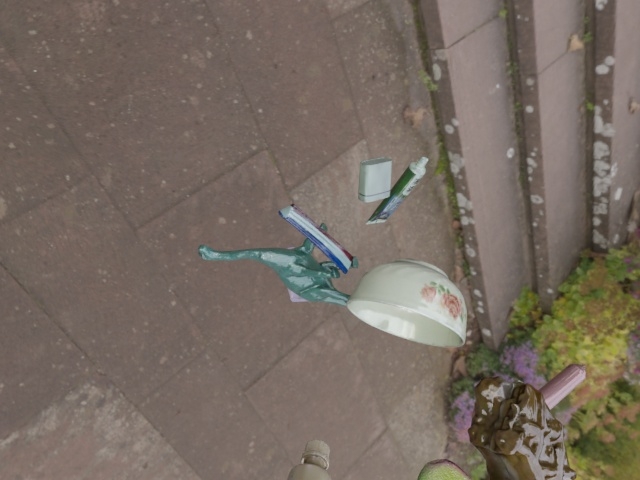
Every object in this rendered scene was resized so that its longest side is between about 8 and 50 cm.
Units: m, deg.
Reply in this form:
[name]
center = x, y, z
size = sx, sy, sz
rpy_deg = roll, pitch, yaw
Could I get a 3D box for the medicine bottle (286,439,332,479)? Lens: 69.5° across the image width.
[medicine bottle]
center = -0.030, 0.602, 1.109
size = 0.252, 0.114, 0.114
rpy_deg = -68, 153, -61

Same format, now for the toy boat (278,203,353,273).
[toy boat]
center = 0.000, 0.000, 1.002
size = 0.046, 0.080, 0.229
rpy_deg = -49, 123, 0

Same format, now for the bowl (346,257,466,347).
[bowl]
center = 0.209, 0.132, 1.063
size = 0.277, 0.277, 0.145
rpy_deg = 39, 66, -42

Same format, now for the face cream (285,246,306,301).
[face cream]
center = -0.069, 0.139, 1.633
size = 0.273, 0.154, 0.096
rpy_deg = 68, 19, -47

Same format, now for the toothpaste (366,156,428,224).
[toothpaste]
center = 0.290, -0.174, 1.726
size = 0.099, 0.061, 0.392
rpy_deg = -8, 150, -29

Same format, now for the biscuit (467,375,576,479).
[biscuit]
center = 0.271, 0.408, 0.699
size = 0.366, 0.115, 0.268
rpy_deg = -37, 101, -32

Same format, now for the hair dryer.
[hair dryer]
center = 0.603, 0.463, 1.303
size = 0.352, 0.210, 0.125
rpy_deg = -39, 87, 0

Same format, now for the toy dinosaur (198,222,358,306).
[toy dinosaur]
center = -0.079, 0.098, 1.177
size = 0.383, 0.331, 0.129
rpy_deg = 54, 33, -41

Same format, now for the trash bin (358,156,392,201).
[trash bin]
center = 0.183, -0.204, 1.547
size = 0.116, 0.059, 0.129
rpy_deg = -18, 122, -30

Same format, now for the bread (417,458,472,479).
[bread]
center = 0.323, 0.646, 1.114
size = 0.229, 0.228, 0.033
rpy_deg = 1, 145, -42
